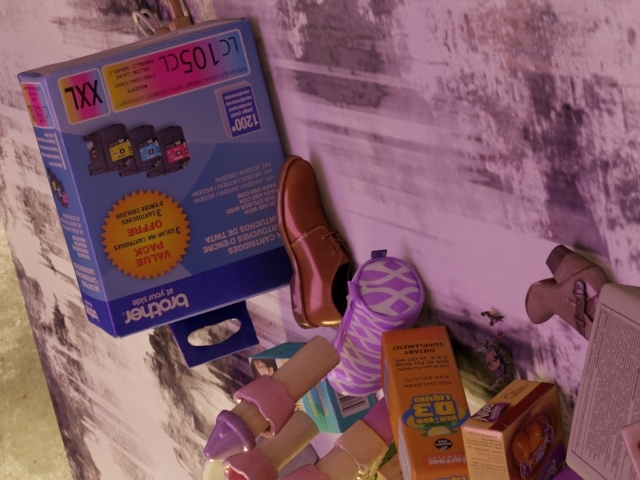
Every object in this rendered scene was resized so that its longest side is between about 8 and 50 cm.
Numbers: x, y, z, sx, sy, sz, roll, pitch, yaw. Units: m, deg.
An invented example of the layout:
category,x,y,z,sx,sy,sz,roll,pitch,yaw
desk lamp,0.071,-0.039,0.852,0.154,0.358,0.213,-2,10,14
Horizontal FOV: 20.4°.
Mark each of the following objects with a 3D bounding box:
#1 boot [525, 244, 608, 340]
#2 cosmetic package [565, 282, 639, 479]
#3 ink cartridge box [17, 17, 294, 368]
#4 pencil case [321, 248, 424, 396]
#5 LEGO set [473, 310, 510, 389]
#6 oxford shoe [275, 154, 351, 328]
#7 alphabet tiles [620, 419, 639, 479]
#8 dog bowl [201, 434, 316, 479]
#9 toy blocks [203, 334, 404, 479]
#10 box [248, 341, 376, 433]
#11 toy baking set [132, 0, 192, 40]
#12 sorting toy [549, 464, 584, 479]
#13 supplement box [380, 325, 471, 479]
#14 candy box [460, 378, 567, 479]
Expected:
category,x,y,z,sx,sy,sz,roll,pitch,yaw
boot,0.232,0.063,1.631,0.087,0.042,0.118,53,153,32
cosmetic package,0.294,0.140,1.304,0.309,0.113,0.160,-140,59,-73
ink cartridge box,-0.179,-0.050,2.186,0.151,0.270,0.395,-159,53,-68
pencil case,0.057,0.100,2.003,0.206,0.088,0.086,105,147,-55
LEGO set,0.182,0.111,1.819,0.054,0.023,0.083,43,132,45
oxford shoe,0.000,0.000,2.107,0.076,0.076,0.212,-2,105,36
alphabet tiles,0.371,0.142,1.095,0.011,0.343,0.285,-9,-102,-67
dog bowl,-0.059,0.425,2.518,0.349,0.102,0.348,50,151,42
toy blocks,-0.006,0.325,2.000,0.309,0.260,0.288,42,155,15
box,-0.011,0.185,2.265,0.244,0.060,0.100,-9,100,67
toy baking set,-0.205,-0.256,2.396,0.197,0.030,0.256,-12,97,68
sorting toy,0.314,0.380,1.661,0.365,0.127,0.126,61,-175,30
supplement box,0.115,0.189,1.851,0.233,0.078,0.080,-102,9,-53
candy box,0.199,0.243,1.751,0.053,0.109,0.186,6,116,37
